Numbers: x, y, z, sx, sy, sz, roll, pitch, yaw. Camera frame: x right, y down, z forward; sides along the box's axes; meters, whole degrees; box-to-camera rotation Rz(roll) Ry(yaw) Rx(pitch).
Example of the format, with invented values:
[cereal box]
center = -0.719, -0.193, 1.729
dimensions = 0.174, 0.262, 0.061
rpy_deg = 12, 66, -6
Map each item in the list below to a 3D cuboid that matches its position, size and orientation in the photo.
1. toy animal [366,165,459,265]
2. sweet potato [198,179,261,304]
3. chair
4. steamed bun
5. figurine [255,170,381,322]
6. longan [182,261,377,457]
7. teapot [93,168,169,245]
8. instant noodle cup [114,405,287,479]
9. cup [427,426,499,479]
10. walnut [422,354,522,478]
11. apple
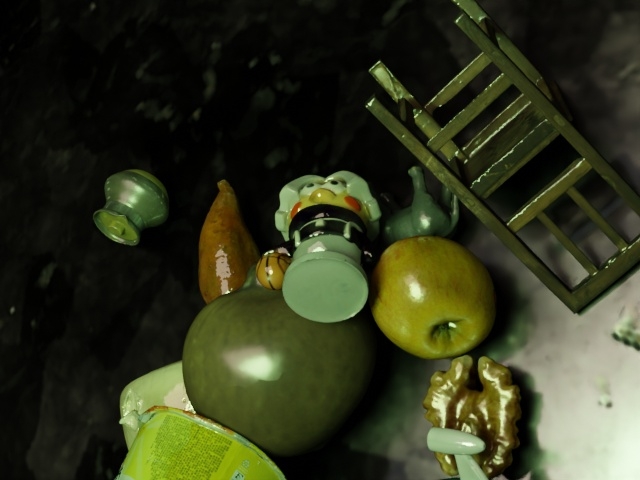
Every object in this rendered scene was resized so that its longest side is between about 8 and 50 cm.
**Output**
[toy animal]
center = 0.103, -0.023, 1.560
dimensions = 0.269, 0.082, 0.137
rpy_deg = -26, 62, 29
[sweet potato]
center = -0.149, 0.064, 1.692
dimensions = 0.112, 0.112, 0.359
rpy_deg = -19, 69, 28
[chair]
center = 0.274, -0.135, 1.432
dimensions = 0.203, 0.416, 0.240
rpy_deg = -42, 13, 16
[steamed bun]
center = -0.233, 0.277, 1.658
dimensions = 0.239, 0.152, 0.170
rpy_deg = -25, 65, 29
[figurine]
center = 0.000, 0.000, 1.451
dimensions = 0.176, 0.133, 0.236
rpy_deg = -4, 38, 9
[longan]
center = -0.059, 0.178, 1.501
dimensions = 0.243, 0.300, 0.300
rpy_deg = 174, 111, -71
[teapot]
center = -0.354, -0.055, 1.855
dimensions = 0.166, 0.130, 0.119
rpy_deg = -35, 22, 56
[instant noodle cup]
center = -0.199, 0.399, 1.459
dimensions = 0.264, 0.264, 0.200
rpy_deg = 1, 46, 34
[cup]
center = 0.181, 0.393, 1.342
dimensions = 0.173, 0.167, 0.299
rpy_deg = -1, 102, 38
[walnut]
center = 0.217, 0.248, 1.415
dimensions = 0.143, 0.069, 0.170
rpy_deg = -1, 79, 30
[apple]
center = 0.161, 0.084, 1.429
dimensions = 0.182, 0.182, 0.155
rpy_deg = -36, 42, 21
